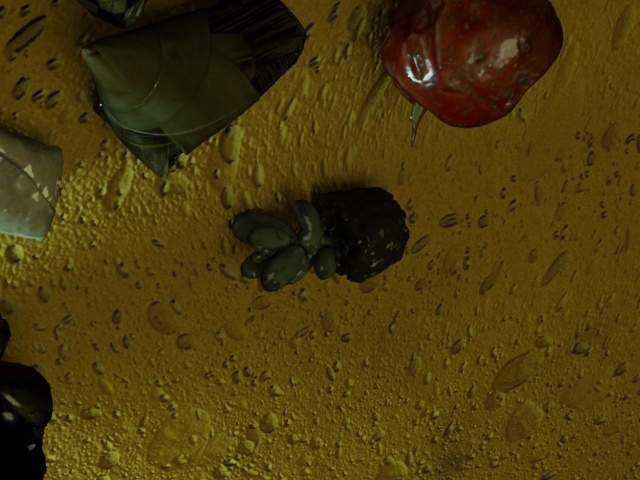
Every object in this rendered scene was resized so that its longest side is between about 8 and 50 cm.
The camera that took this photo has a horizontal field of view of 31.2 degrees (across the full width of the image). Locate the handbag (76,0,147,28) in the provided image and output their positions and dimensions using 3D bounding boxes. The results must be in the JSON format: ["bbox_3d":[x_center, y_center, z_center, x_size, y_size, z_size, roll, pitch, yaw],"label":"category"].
[{"bbox_3d":[-0.295,-0.477,1.255,0.416,0.180,0.317,34,90,-39],"label":"handbag"}]

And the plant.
[{"bbox_3d":[0.002,0.001,1.804,0.274,0.146,0.149,-11,129,-28],"label":"plant"}]

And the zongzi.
[{"bbox_3d":[-0.154,-0.246,1.447,0.289,0.154,0.317,-40,170,-9],"label":"zongzi"}]

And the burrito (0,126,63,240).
[{"bbox_3d":[-0.469,-0.099,1.441,0.299,0.105,0.143,21,98,-41],"label":"burrito"}]

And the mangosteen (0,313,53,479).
[{"bbox_3d":[-0.542,0.312,1.533,0.380,0.421,0.381,5,147,3],"label":"mangosteen"}]

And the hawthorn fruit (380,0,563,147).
[{"bbox_3d":[0.218,-0.293,1.685,0.261,0.258,0.258,-20,133,2],"label":"hawthorn fruit"}]
